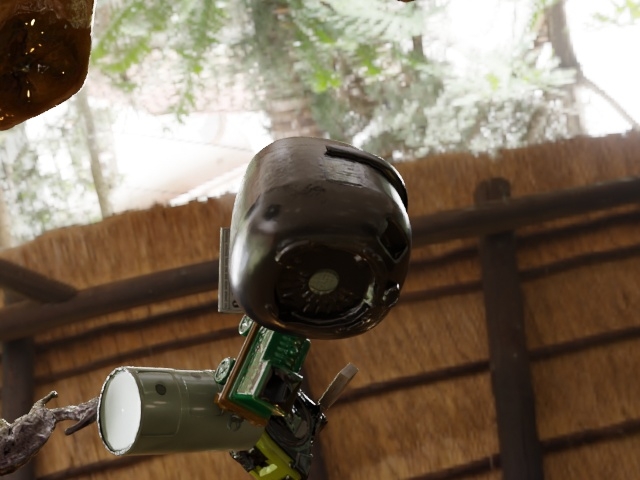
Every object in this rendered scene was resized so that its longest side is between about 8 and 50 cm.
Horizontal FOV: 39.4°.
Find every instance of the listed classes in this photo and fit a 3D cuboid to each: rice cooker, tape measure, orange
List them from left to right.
[{"bbox_3d":[-0.345,-0.224,0.927,0.249,0.249,0.183,-18,-134,-26],"label":"orange"},{"bbox_3d":[-0.086,0.330,1.582,0.112,0.186,0.199,-37,-163,31],"label":"tape measure"},{"bbox_3d":[0.000,0.000,1.220,0.267,0.267,0.224,-9,-145,-3],"label":"rice cooker"}]

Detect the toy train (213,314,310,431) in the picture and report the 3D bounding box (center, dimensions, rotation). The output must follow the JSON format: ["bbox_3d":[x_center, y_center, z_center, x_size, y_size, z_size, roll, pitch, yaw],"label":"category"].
[{"bbox_3d":[-0.072,0.174,1.301,0.136,0.091,0.227,-6,-126,58],"label":"toy train"}]

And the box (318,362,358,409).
[{"bbox_3d":[0.033,0.271,1.666,0.024,0.083,0.053,40,-154,11],"label":"box"}]

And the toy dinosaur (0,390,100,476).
[{"bbox_3d":[-0.498,0.323,1.465,0.294,0.077,0.162,-36,-159,-26],"label":"toy dinosaur"}]

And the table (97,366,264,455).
[{"bbox_3d":[-0.204,0.255,1.337,0.220,0.126,0.126,10,-175,-40],"label":"table"}]

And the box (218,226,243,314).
[{"bbox_3d":[-0.146,0.059,1.801,0.115,0.177,0.036,-1,164,1],"label":"box"}]

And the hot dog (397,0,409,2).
[{"bbox_3d":[0.111,-0.394,1.295,0.065,0.099,0.147,-47,-144,7],"label":"hot dog"}]
